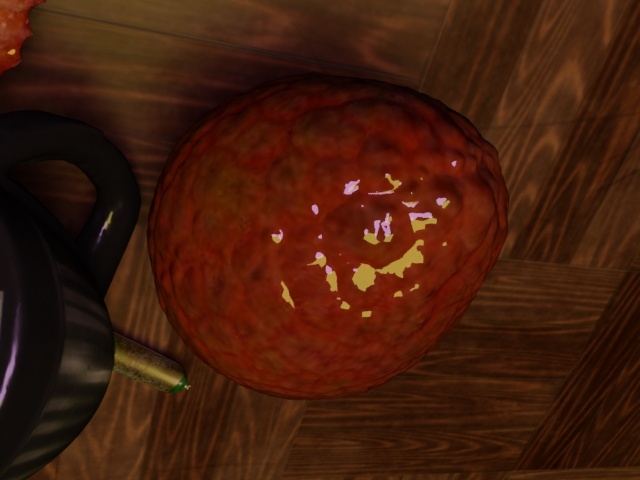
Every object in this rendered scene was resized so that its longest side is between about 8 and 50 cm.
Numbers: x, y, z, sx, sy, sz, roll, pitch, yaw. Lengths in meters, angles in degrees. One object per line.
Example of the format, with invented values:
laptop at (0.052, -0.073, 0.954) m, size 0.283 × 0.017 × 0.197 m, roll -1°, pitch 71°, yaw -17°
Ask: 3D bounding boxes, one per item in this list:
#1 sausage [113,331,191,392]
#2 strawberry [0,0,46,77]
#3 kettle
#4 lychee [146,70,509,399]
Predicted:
sausage at (-0.220, 0.080, 0.627) m, size 0.033 × 0.032 × 0.269 m, roll -45°, pitch 125°, yaw 14°
strawberry at (-0.273, -0.147, 0.420) m, size 0.286 × 0.106 × 0.188 m, roll -50°, pitch 147°, yaw 1°
kettle at (-0.233, 0.054, 0.469) m, size 0.208 × 0.250 × 0.271 m, roll -8°, pitch 165°, yaw 2°
lychee at (0.000, 0.000, 0.531) m, size 0.255 × 0.255 × 0.300 m, roll 2°, pitch 155°, yaw -20°
